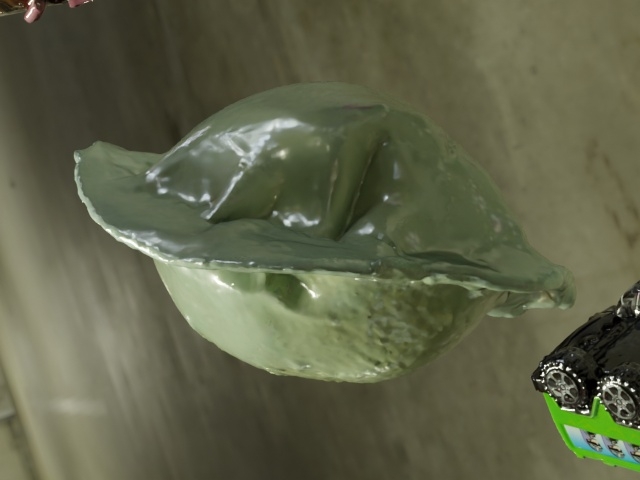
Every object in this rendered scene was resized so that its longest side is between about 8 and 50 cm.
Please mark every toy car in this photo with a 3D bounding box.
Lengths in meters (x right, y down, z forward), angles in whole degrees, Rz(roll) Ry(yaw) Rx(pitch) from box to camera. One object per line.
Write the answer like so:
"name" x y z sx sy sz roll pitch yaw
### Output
"toy car" 0.169 0.068 0.671 0.165 0.071 0.062 10 128 47

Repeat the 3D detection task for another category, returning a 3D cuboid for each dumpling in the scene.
"dumpling" 0.008 0.009 1.175 0.270 0.320 0.212 -101 -7 -53

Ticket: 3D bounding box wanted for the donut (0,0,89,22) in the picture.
"donut" -0.084 -0.241 0.958 0.259 0.345 0.136 6 126 51
